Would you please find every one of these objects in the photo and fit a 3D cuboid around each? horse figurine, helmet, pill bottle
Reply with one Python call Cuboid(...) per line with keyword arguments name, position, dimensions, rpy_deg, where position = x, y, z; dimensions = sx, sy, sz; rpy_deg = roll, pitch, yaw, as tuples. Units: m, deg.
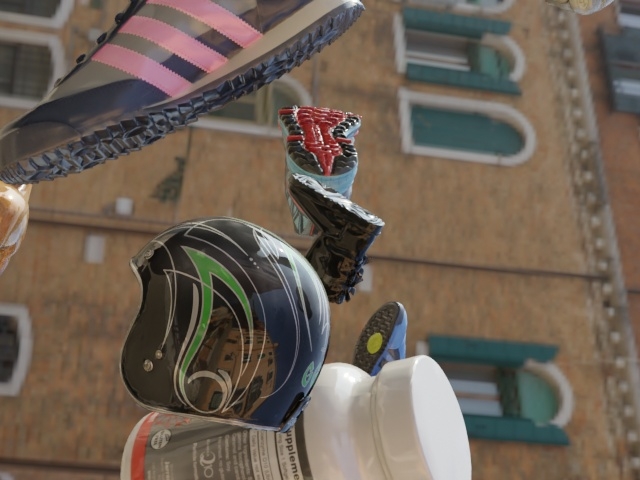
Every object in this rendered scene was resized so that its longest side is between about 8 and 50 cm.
Cuboid(name="horse figurine", position=(-0.345, -0.003, 1.214), dimensions=(0.174, 0.066, 0.263), rpy_deg=(-62, -178, -7))
Cuboid(name="helmet", position=(-0.075, 0.062, 0.950), dimensions=(0.169, 0.169, 0.161), rpy_deg=(157, -56, -77))
Cuboid(name="pill bottle", position=(-0.026, 0.258, 1.360), dimensions=(0.210, 0.363, 0.210), rpy_deg=(50, 30, -44))

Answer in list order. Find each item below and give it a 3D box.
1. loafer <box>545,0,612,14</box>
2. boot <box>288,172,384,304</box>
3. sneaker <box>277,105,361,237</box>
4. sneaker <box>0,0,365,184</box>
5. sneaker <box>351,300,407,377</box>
Cuboid(name="loafer", position=(0.209, -0.348, 1.024), dimensions=(0.111, 0.112, 0.319), rpy_deg=(29, -42, 38))
Cuboid(name="boot", position=(0.000, 0.000, 1.214), dimensions=(0.099, 0.121, 0.045), rpy_deg=(-63, 163, 18))
Cuboid(name="sneaker", position=(-0.011, -0.085, 1.453), dimensions=(0.262, 0.104, 0.125), rpy_deg=(-82, -179, -66))
Cuboid(name="sneaker", position=(-0.131, -0.158, 0.947), dimensions=(0.131, 0.319, 0.112), rpy_deg=(60, -14, 4))
Cuboid(name="sneaker", position=(0.090, 0.193, 1.702), dimensions=(0.069, 0.082, 0.209), rpy_deg=(6, -104, 56))
